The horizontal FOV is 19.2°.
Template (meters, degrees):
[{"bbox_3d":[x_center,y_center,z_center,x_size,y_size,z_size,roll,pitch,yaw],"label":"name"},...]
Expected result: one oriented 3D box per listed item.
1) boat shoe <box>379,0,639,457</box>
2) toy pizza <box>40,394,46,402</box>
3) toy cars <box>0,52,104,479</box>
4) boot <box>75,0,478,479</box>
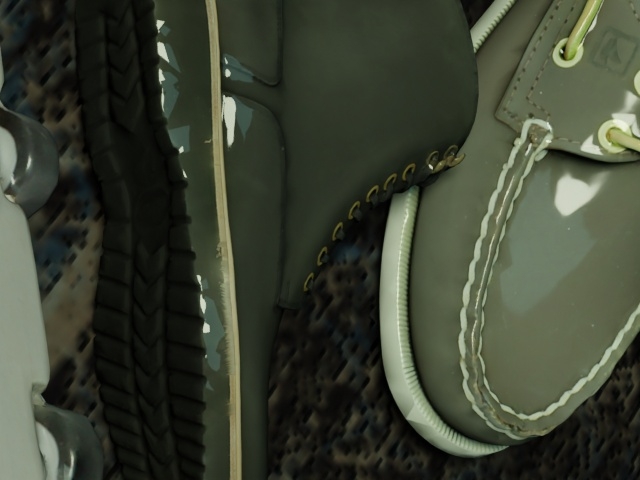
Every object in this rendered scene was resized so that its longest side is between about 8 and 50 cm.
[{"bbox_3d":[0.118,-0.061,0.686,0.109,0.091,0.305,35,72,-28],"label":"boat shoe"},{"bbox_3d":[-0.152,0.108,0.547,0.201,0.032,0.201,-1,92,-33],"label":"toy pizza"},{"bbox_3d":[-0.176,-0.069,0.485,0.394,0.087,0.176,61,23,-15],"label":"toy cars"},{"bbox_3d":[0.000,0.000,0.619,0.137,0.077,0.198,-4,94,-33],"label":"boot"}]
